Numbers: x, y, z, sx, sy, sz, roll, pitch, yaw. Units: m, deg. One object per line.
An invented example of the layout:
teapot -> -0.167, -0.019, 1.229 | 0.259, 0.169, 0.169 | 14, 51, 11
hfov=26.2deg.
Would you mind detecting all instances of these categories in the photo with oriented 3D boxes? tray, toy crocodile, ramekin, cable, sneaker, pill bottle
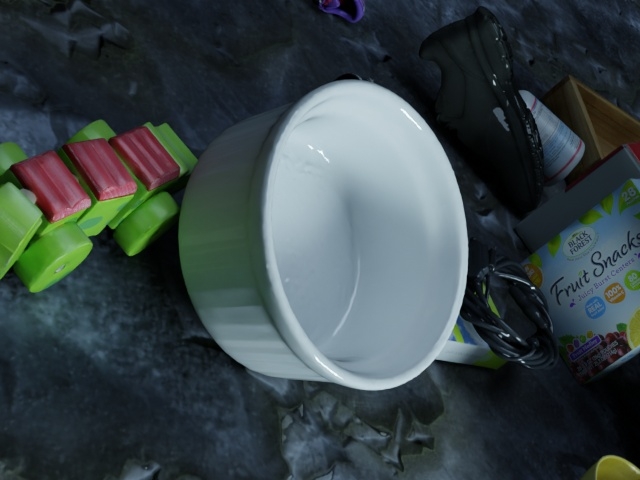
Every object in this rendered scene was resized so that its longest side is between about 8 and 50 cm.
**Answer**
tray -> 0.534, -0.094, 2.222 | 0.411, 0.076, 0.203 | 25, 38, -33
toy crocodile -> -0.199, -0.045, 1.177 | 0.115, 0.105, 0.340 | 52, 30, 6
ramekin -> 0.000, 0.000, 1.261 | 0.277, 0.135, 0.277 | 9, 77, -47
cable -> 0.213, 0.085, 1.551 | 0.150, 0.047, 0.184 | 43, 25, -24
sneaker -> 0.002, -0.346, 1.827 | 0.170, 0.068, 0.071 | 24, 44, -37
pill bottle -> 0.295, -0.158, 1.967 | 0.160, 0.087, 0.087 | 40, 31, -13
sneaker -> 0.224, -0.168, 1.877 | 0.109, 0.130, 0.286 | -39, 110, -74

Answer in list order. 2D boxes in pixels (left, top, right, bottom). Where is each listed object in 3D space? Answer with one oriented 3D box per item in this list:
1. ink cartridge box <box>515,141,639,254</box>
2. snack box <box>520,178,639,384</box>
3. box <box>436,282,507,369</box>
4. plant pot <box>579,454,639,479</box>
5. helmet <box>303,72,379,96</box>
ink cartridge box -> 0.423, -0.042, 1.893 | 0.273, 0.197, 0.114 | -13, 67, -56
snack box -> 0.364, 0.051, 1.697 | 0.070, 0.207, 0.174 | -3, 59, -54
box -> 0.135, 0.082, 1.529 | 0.178, 0.042, 0.109 | 13, 44, -46
plant pot -> 0.298, 0.305, 1.429 | 0.134, 0.095, 0.134 | 32, 34, -25
helmet -> 0.029, -0.092, 1.475 | 0.161, 0.169, 0.169 | -20, 71, -41
